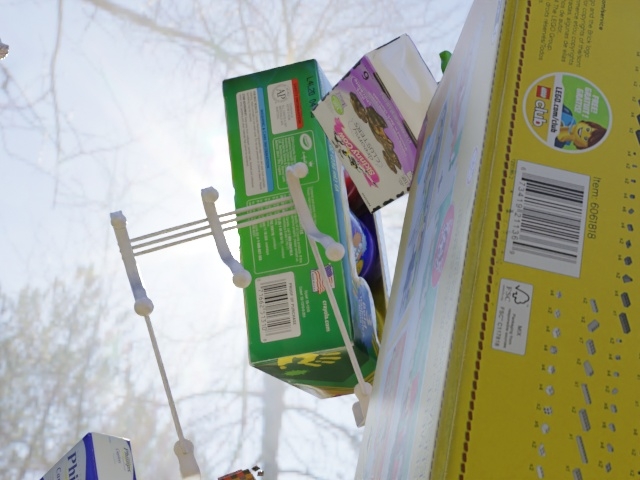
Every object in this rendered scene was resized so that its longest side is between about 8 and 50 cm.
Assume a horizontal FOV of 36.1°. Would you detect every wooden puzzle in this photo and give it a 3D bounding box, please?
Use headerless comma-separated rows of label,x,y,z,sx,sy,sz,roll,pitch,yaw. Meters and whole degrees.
wooden puzzle,-0.121,0.359,1.458,0.083,0.006,0.049,-20,-47,3

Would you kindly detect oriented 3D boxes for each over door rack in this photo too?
over door rack,-0.081,0.089,1.105,0.240,0.324,0.108,-16,-5,-12

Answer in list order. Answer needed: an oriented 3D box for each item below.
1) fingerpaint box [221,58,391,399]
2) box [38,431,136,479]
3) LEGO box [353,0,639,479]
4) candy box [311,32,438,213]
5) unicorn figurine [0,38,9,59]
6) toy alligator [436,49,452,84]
fingerpaint box,0.000,0.000,1.557,0.163,0.444,0.371,-11,-20,13
box,-0.314,0.349,1.321,0.072,0.126,0.137,27,-61,-40
LEGO box,0.147,0.083,0.636,0.193,0.500,0.372,13,-21,0
candy box,0.085,-0.138,1.223,0.070,0.164,0.196,-31,-1,-23
unicorn figurine,-0.551,-0.335,1.544,0.162,0.111,0.060,50,-29,1
toy alligator,0.196,-0.160,1.294,0.051,0.189,0.056,-35,10,-30
